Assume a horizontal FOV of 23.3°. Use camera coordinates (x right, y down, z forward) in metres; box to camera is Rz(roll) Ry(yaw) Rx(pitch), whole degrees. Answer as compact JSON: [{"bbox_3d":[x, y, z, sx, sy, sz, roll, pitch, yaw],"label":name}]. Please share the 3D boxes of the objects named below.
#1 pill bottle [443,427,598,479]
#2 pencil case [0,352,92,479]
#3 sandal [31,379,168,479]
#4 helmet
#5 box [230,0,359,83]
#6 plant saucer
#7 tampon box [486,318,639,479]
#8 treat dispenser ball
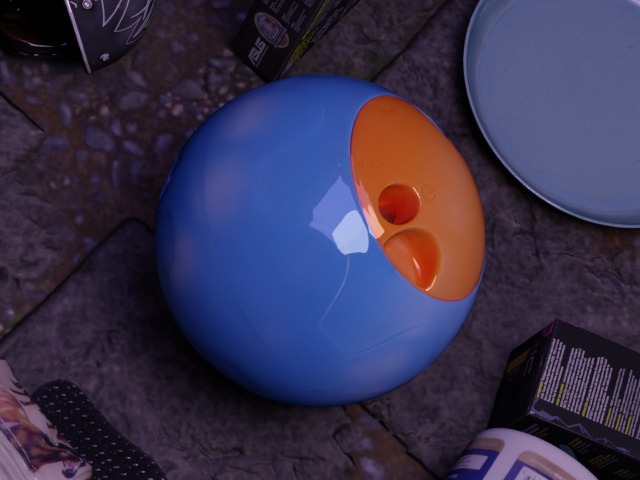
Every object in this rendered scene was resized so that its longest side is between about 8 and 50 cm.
[{"bbox_3d":[0.132,0.306,1.344,0.153,0.153,0.264,38,65,0],"label":"pill bottle"},{"bbox_3d":[-0.346,0.086,1.274,0.160,0.183,0.410,-30,81,-24],"label":"pencil case"},{"bbox_3d":[-0.190,0.198,1.360,0.067,0.040,0.179,-30,66,-29],"label":"sandal"},{"bbox_3d":[-0.231,-0.242,1.439,0.162,0.169,0.169,9,67,5],"label":"helmet"},{"bbox_3d":[0.032,-0.284,1.471,0.060,0.270,0.216,43,66,1],"label":"box"},{"bbox_3d":[0.293,-0.156,1.623,0.318,0.043,0.317,6,69,-15],"label":"plant saucer"},{"bbox_3d":[0.256,0.161,1.451,0.161,0.120,0.101,24,66,-7],"label":"tampon box"},{"bbox_3d":[0.000,0.000,1.346,0.288,0.288,0.288,5,69,-14],"label":"treat dispenser ball"}]
